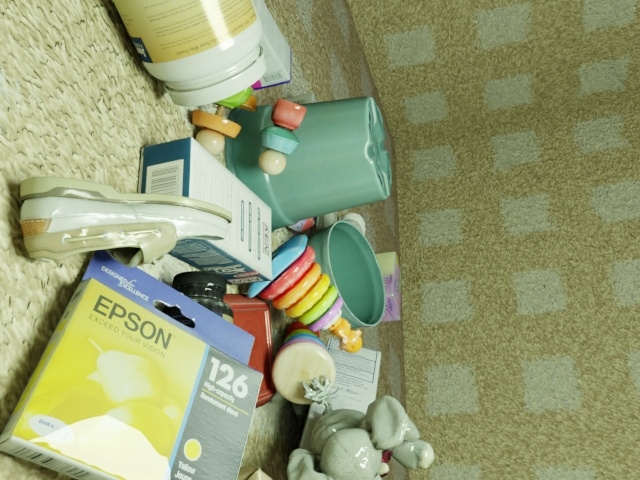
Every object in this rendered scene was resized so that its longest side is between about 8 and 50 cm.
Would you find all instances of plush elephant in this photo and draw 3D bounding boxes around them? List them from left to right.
[{"bbox_3d":[0.073,0.437,1.143,0.330,0.272,0.255,57,0,-8],"label":"plush elephant"}]

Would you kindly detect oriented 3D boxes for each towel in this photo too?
[{"bbox_3d":[-0.060,0.380,1.546,0.113,0.023,0.151,-62,141,-64],"label":"towel"}]

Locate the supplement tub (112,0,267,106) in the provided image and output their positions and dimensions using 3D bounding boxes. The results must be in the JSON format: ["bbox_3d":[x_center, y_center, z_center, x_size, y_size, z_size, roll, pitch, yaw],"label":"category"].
[{"bbox_3d":[-0.233,-0.415,0.996,0.228,0.229,0.316,-78,154,-50],"label":"supplement tub"}]

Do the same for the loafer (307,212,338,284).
[{"bbox_3d":[0.000,0.000,1.767,0.112,0.112,0.319,48,40,-72],"label":"loafer"}]

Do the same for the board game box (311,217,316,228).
[{"bbox_3d":[-0.010,-0.097,1.936,0.281,0.027,0.144,31,52,-69],"label":"board game box"}]

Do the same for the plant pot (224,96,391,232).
[{"bbox_3d":[-0.012,-0.200,1.446,0.341,0.334,0.340,-7,90,-73],"label":"plant pot"}]

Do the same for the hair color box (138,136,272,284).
[{"bbox_3d":[-0.206,-0.038,1.117,0.347,0.105,0.173,44,41,-64],"label":"hair color box"}]

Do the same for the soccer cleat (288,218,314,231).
[{"bbox_3d":[-0.073,-0.147,1.672,0.095,0.083,0.247,5,75,-58],"label":"soccer cleat"}]

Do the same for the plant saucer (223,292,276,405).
[{"bbox_3d":[-0.160,0.240,1.244,0.258,0.048,0.258,18,66,-72],"label":"plant saucer"}]

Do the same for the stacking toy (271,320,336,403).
[{"bbox_3d":[-0.041,0.266,1.411,0.330,0.141,0.141,-103,-178,-81],"label":"stacking toy"}]

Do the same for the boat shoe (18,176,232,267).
[{"bbox_3d":[-0.260,-0.013,0.815,0.302,0.113,0.103,6,79,-42],"label":"boat shoe"}]

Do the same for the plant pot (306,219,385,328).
[{"bbox_3d":[0.021,0.113,1.583,0.293,0.196,0.292,40,40,-44],"label":"plant pot"}]

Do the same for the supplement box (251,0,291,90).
[{"bbox_3d":[-0.163,-0.498,1.471,0.220,0.111,0.113,49,36,-62],"label":"supplement box"}]

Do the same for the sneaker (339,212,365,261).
[{"bbox_3d":[0.099,0.052,1.764,0.121,0.099,0.262,-66,145,-51],"label":"sneaker"}]

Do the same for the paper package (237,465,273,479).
[{"bbox_3d":[-0.128,0.582,0.975,0.324,0.168,0.309,63,25,-46],"label":"paper package"}]

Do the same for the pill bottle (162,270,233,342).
[{"bbox_3d":[-0.209,0.168,0.980,0.123,0.123,0.219,47,38,-62],"label":"pill bottle"}]

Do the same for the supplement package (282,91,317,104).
[{"bbox_3d":[-0.048,-0.345,1.793,0.105,0.105,0.179,-83,157,-43],"label":"supplement package"}]

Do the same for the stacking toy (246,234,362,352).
[{"bbox_3d":[-0.010,0.145,1.341,0.302,0.175,0.165,46,10,-7],"label":"stacking toy"}]

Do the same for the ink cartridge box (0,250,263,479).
[{"bbox_3d":[-0.221,0.188,0.798,0.304,0.072,0.307,36,46,-27],"label":"ink cartridge box"}]

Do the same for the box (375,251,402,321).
[{"bbox_3d":[0.140,0.161,1.932,0.213,0.243,0.117,-78,154,-51],"label":"box"}]

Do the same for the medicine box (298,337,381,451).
[{"bbox_3d":[0.041,0.445,1.464,0.289,0.149,0.263,-69,173,-58],"label":"medicine box"}]

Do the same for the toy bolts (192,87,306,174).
[{"bbox_3d":[-0.158,-0.238,1.265,0.218,0.229,0.158,-132,-120,-81],"label":"toy bolts"}]
